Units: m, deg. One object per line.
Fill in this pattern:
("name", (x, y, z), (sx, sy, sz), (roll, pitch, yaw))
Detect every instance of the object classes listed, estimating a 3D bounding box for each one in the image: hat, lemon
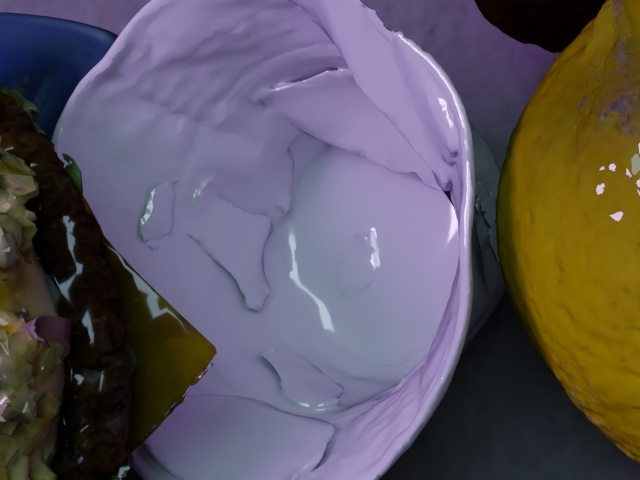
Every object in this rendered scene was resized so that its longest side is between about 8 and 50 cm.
("hat", (0.000, 0.000, 0.493), (0.203, 0.126, 0.203), (-1, 89, 30))
("lemon", (0.152, -0.001, 0.427), (0.180, 0.193, 0.180), (-10, 26, 5))

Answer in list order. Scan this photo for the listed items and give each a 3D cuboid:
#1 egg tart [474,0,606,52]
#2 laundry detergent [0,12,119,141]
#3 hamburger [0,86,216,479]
("egg tart", (0.133, -0.158, 0.496), (0.202, 0.202, 0.147), (4, 82, 15))
("laundry detergent", (-0.216, -0.045, 0.590), (0.289, 0.094, 0.143), (12, 88, 17))
("hamburger", (-0.179, 0.042, 0.451), (0.243, 0.138, 0.262), (46, 115, 20))
